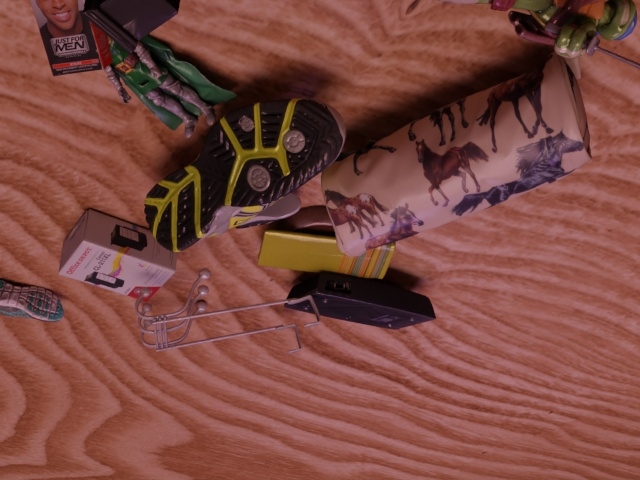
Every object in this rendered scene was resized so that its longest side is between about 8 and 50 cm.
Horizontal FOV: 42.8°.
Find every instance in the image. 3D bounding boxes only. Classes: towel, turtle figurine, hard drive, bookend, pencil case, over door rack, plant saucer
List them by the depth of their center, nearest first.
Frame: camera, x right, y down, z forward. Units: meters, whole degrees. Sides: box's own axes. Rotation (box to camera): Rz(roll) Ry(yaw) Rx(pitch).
[{"bbox_3d":[0.284,-0.311,0.918,0.266,0.275,0.198,14,107,-13],"label":"turtle figurine"},{"bbox_3d":[-0.180,-0.320,0.921,0.156,0.157,0.072,-24,138,29],"label":"bookend"},{"bbox_3d":[0.193,-0.124,1.183,0.410,0.183,0.160,-22,144,23],"label":"pencil case"},{"bbox_3d":[0.011,0.022,1.460,0.237,0.021,0.102,6,140,-10],"label":"towel"},{"bbox_3d":[0.000,0.000,1.469,0.168,0.029,0.168,0,144,0],"label":"plant saucer"},{"bbox_3d":[-0.179,0.137,1.542,0.324,0.108,0.239,2,160,-9],"label":"over door rack"},{"bbox_3d":[0.076,0.119,1.570,0.254,0.054,0.172,14,161,-23],"label":"hard drive"}]

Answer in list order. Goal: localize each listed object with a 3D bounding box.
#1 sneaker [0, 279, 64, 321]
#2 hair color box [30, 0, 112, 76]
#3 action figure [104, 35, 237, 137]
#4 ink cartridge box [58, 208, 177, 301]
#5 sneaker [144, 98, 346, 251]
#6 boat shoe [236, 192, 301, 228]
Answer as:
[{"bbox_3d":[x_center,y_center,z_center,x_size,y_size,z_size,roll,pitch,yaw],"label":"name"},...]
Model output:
[{"bbox_3d":[-0.590,0.125,1.607,0.166,0.065,0.076,21,147,-15],"label":"sneaker"},{"bbox_3d":[-0.315,-0.282,1.018,0.072,0.043,0.141,-7,116,7],"label":"hair color box"},{"bbox_3d":[-0.245,-0.232,1.125,0.137,0.063,0.232,-25,134,33],"label":"action figure"},{"bbox_3d":[-0.363,0.030,1.464,0.175,0.072,0.127,21,139,-28],"label":"ink cartridge box"},{"bbox_3d":[-0.109,-0.111,1.237,0.384,0.145,0.147,-24,-179,37],"label":"sneaker"},{"bbox_3d":[-0.097,-0.050,1.389,0.142,0.049,0.040,-11,162,15],"label":"boat shoe"}]
